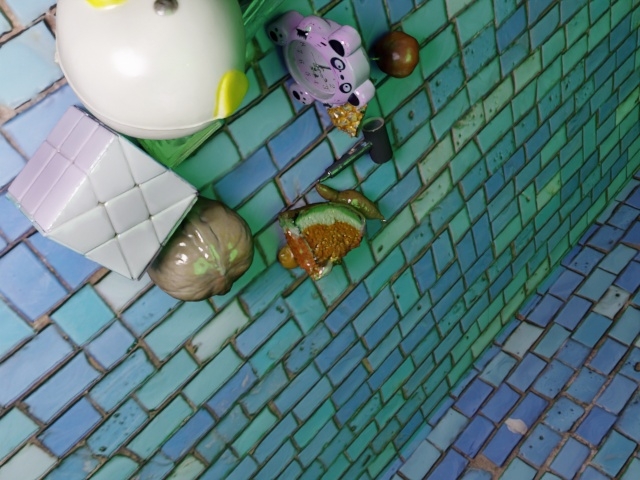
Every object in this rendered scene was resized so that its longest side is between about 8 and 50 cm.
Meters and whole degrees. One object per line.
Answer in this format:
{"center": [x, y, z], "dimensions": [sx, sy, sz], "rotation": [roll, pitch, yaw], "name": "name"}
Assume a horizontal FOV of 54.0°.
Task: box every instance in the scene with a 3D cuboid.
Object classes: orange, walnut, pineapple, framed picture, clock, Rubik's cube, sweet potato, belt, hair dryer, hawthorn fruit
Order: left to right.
{"center": [-0.418, -0.091, 1.210], "dimensions": [0.221, 0.225, 0.231], "rotation": [-56, 140, -4], "name": "Rubik's cube"}
{"center": [-0.331, -0.275, 1.319], "dimensions": [0.173, 0.010, 0.231], "rotation": [-46, 130, -13], "name": "framed picture"}
{"center": [-0.274, 0.020, 1.414], "dimensions": [0.248, 0.248, 0.248], "rotation": [-22, 125, -36], "name": "walnut"}
{"center": [-0.146, -0.509, 1.356], "dimensions": [0.302, 0.072, 0.087], "rotation": [-52, 144, -1], "name": "belt"}
{"center": [-0.074, 0.042, 1.745], "dimensions": [0.086, 0.062, 0.086], "rotation": [-24, 129, -34], "name": "orange"}
{"center": [0.007, -0.411, 1.448], "dimensions": [0.090, 0.248, 0.227], "rotation": [-45, 135, -22], "name": "clock"}
{"center": [0.057, -0.360, 1.623], "dimensions": [0.176, 0.137, 0.161], "rotation": [82, 26, -85], "name": "pineapple"}
{"center": [0.080, -0.115, 1.812], "dimensions": [0.270, 0.075, 0.074], "rotation": [22, 95, -36], "name": "sweet potato"}
{"center": [0.095, -0.230, 1.781], "dimensions": [0.255, 0.070, 0.128], "rotation": [-39, 134, -14], "name": "hair dryer"}
{"center": [0.202, -0.499, 1.700], "dimensions": [0.140, 0.125, 0.125], "rotation": [-28, 137, 11], "name": "hawthorn fruit"}

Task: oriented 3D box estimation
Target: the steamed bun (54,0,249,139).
{"center": [-0.290, -0.356, 1.101], "dimensions": [0.334, 0.334, 0.373], "rotation": [18, 54, -48], "name": "steamed bun"}

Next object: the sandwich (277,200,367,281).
{"center": [0.005, -0.012, 1.724], "dimensions": [0.292, 0.109, 0.212], "rotation": [-25, 107, -42], "name": "sandwich"}

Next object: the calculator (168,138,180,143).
{"center": [-0.321, -0.277, 1.355], "dimensions": [0.190, 0.034, 0.126], "rotation": [33, 88, -47], "name": "calculator"}
